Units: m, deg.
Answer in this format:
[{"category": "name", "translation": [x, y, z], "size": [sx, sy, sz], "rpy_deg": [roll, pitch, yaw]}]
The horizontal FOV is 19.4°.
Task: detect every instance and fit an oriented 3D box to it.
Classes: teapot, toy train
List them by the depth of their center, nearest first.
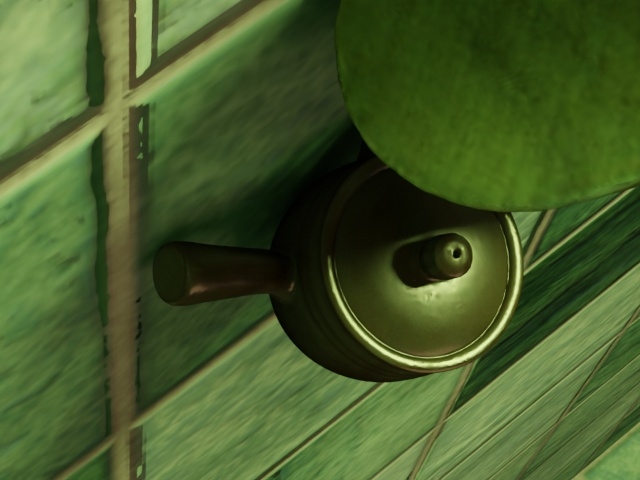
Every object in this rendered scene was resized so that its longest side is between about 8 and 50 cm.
[{"category": "toy train", "translation": [0.125, -0.087, 0.517], "size": [0.189, 0.126, 0.307], "rpy_deg": [-12, -179, 28]}, {"category": "teapot", "translation": [0.000, 0.000, 0.548], "size": [0.110, 0.085, 0.080], "rpy_deg": [-1, 172, -25]}]
